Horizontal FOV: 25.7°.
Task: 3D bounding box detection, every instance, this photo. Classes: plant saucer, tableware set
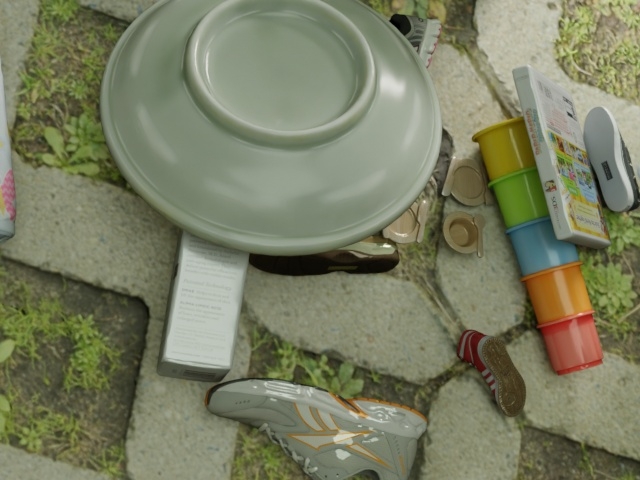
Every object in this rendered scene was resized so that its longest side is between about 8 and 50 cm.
[{"bbox_3d":[-0.049,-0.175,1.595,0.400,0.100,0.400,5,57,-7],"label":"plant saucer"},{"bbox_3d":[0.143,-0.052,1.722,0.169,0.020,0.141,15,66,-20],"label":"tableware set"}]

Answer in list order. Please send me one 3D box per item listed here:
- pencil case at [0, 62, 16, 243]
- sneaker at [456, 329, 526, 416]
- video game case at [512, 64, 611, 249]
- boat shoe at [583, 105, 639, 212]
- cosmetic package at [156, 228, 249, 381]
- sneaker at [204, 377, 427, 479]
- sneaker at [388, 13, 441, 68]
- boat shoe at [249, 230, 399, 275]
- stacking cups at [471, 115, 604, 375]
[{"bbox_3d":[-0.417,-0.120,1.587,0.124,0.113,0.273,2,76,-34],"label":"pencil case"},{"bbox_3d":[0.207,0.158,1.706,0.042,0.067,0.118,-33,116,-19],"label":"sneaker"},{"bbox_3d":[0.294,-0.095,1.694,0.026,0.227,0.206,-17,80,20],"label":"video game case"},{"bbox_3d":[0.375,-0.103,1.795,0.040,0.049,0.142,1,73,-46],"label":"boat shoe"},{"bbox_3d":[-0.130,0.040,1.614,0.085,0.117,0.231,9,75,-9],"label":"cosmetic package"},{"bbox_3d":[-0.009,0.230,1.612,0.262,0.099,0.121,13,80,-8],"label":"sneaker"},{"bbox_3d":[0.093,-0.212,1.747,0.075,0.063,0.170,21,71,-5],"label":"sneaker"},{"bbox_3d":[0.000,0.000,1.684,0.190,0.068,0.072,3,64,-23],"label":"boat shoe"},{"bbox_3d":[0.272,0.007,1.719,0.096,0.096,0.316,-12,81,-14],"label":"stacking cups"}]
